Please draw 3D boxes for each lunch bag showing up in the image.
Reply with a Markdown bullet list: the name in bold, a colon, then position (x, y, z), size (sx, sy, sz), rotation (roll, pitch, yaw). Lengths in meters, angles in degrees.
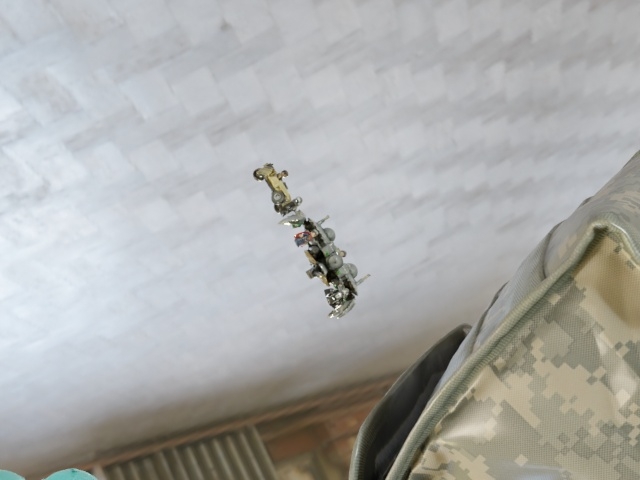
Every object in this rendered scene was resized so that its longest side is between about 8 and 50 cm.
- **lunch bag**: position (0.129, 0.106, 0.604), size (0.287, 0.169, 0.235), rotation (-53, 169, 26)

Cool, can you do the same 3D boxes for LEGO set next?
- **LEGO set**: position (0.001, 0.001, 0.442), size (0.023, 0.054, 0.083), rotation (-31, 154, -6)

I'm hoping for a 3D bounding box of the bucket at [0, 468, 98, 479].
- **bucket**: position (-0.194, 0.280, 0.717), size (0.281, 0.183, 0.281), rotation (4, -171, -1)
